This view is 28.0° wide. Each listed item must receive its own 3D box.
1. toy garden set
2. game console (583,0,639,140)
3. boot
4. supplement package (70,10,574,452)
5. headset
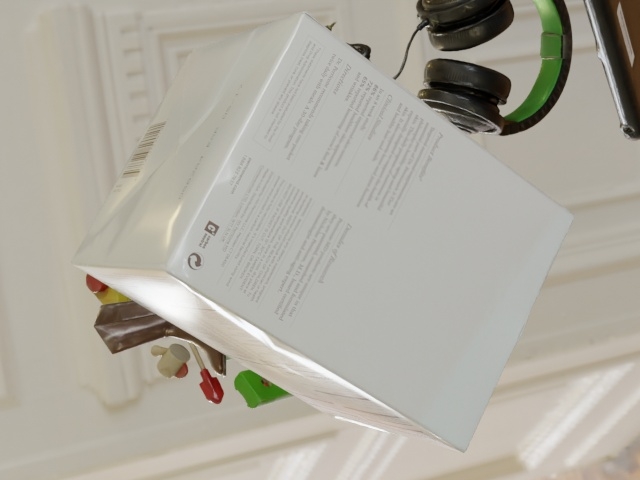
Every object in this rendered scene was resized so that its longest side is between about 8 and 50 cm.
[{"bbox_3d":[-0.147,0.106,1.485,0.244,0.204,0.049,51,121,22],"label":"toy garden set"},{"bbox_3d":[0.369,-0.360,1.560,0.386,0.060,0.342,53,-132,-52],"label":"game console"},{"bbox_3d":[-0.150,0.094,1.198,0.037,0.114,0.106,96,158,-47],"label":"boot"},{"bbox_3d":[0.000,0.000,0.945,0.198,0.263,0.199,0,60,62],"label":"supplement package"},{"bbox_3d":[0.183,-0.268,1.814,0.185,0.394,0.243,13,108,52],"label":"headset"}]
